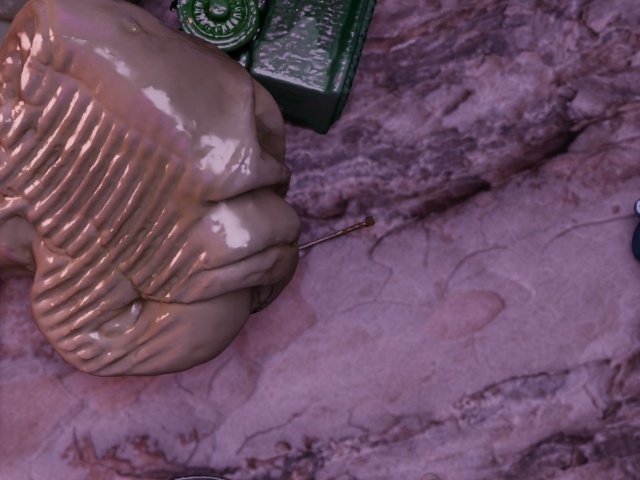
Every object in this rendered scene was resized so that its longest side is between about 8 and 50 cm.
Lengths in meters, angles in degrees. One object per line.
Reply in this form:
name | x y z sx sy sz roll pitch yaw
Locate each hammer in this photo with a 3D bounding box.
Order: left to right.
hammer | 0.000 0.000 1.623 0.123 0.014 0.029 -22 86 -10

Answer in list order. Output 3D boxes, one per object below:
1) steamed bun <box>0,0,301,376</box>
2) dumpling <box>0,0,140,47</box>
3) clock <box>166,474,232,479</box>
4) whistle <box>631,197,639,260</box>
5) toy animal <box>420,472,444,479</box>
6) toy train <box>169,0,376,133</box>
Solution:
steamed bun | -0.172 -0.062 1.501 0.352 0.339 0.247 35 32 2
dumpling | -0.239 -0.333 1.607 0.270 0.212 0.320 15 61 39
clock | -0.119 0.334 1.510 0.215 0.042 0.215 1 75 -3
whistle | 0.412 0.062 1.597 0.180 0.093 0.269 -35 85 -11
toy animal | 0.139 0.374 1.479 0.141 0.138 0.282 7 51 -10
toy train | -0.045 -0.255 1.625 0.202 0.145 0.266 16 75 -2
